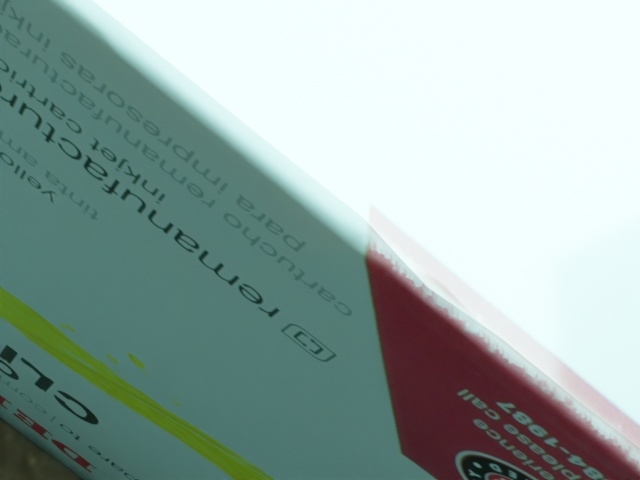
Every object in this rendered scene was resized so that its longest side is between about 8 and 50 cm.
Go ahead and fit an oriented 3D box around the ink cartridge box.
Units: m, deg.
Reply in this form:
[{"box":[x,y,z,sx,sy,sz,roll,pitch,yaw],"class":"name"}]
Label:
[{"box":[0.000,0.000,0.605,0.279,0.384,0.160,38,67,-5],"class":"ink cartridge box"}]
